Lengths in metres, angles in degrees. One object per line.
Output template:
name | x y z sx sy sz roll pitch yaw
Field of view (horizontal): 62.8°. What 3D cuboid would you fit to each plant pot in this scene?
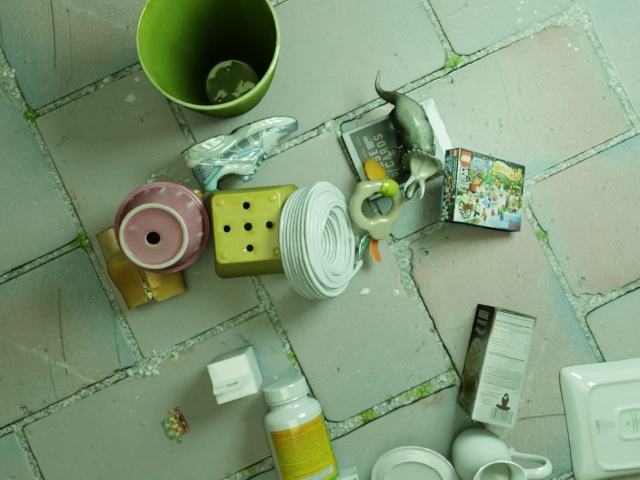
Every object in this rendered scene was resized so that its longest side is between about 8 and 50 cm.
plant pot | -0.150 -0.026 1.176 0.212 0.187 0.212 -5 87 0
plant pot | -0.331 -0.021 1.085 0.201 0.180 0.201 -1 99 -10
plant pot | -0.212 -0.376 1.135 0.274 0.293 0.275 0 87 0

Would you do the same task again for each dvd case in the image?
dvd case | 0.192 -0.219 1.261 0.238 0.029 0.179 -22 87 -1

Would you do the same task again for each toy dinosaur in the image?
toy dinosaur | 0.207 -0.245 1.166 0.121 0.160 0.313 -11 89 -1

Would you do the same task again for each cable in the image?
cable | 0.000 0.000 1.141 0.089 0.257 0.257 -3 116 26

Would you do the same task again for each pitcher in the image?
pitcher | 0.387 0.484 1.145 0.177 0.207 0.125 -12 88 -1

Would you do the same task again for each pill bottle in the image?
pill bottle | -0.051 0.440 1.182 0.136 0.136 0.246 -16 88 0

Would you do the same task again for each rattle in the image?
rattle | 0.114 -0.067 1.223 0.130 0.143 0.200 -19 127 -21

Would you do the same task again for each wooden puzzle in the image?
wooden puzzle | -0.345 0.441 1.248 0.049 0.006 0.083 -25 88 -1

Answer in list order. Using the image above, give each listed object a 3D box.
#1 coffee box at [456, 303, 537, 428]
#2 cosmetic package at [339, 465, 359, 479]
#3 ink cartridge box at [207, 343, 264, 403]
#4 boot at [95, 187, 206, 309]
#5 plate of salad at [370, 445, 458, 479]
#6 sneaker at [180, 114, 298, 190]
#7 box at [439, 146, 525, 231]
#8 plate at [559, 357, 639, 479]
coffee box | 0.395 0.276 1.187 0.098 0.141 0.246 13 87 1
cosmetic package | 0.069 0.660 1.212 0.099 0.060 0.239 -16 88 0
ink cartridge box | -0.191 0.301 1.184 0.092 0.143 0.090 -18 88 -1
boot | -0.358 0.022 1.228 0.295 0.104 0.211 -27 94 2
plate of salad | 0.217 0.554 1.213 0.200 0.048 0.200 3 107 9
sneaker | -0.173 -0.204 1.221 0.283 0.110 0.122 -26 105 -16
box | 0.371 -0.109 1.188 0.233 0.044 0.159 6 88 -34
plate | 0.722 0.422 1.228 0.278 0.045 0.277 -7 88 0
